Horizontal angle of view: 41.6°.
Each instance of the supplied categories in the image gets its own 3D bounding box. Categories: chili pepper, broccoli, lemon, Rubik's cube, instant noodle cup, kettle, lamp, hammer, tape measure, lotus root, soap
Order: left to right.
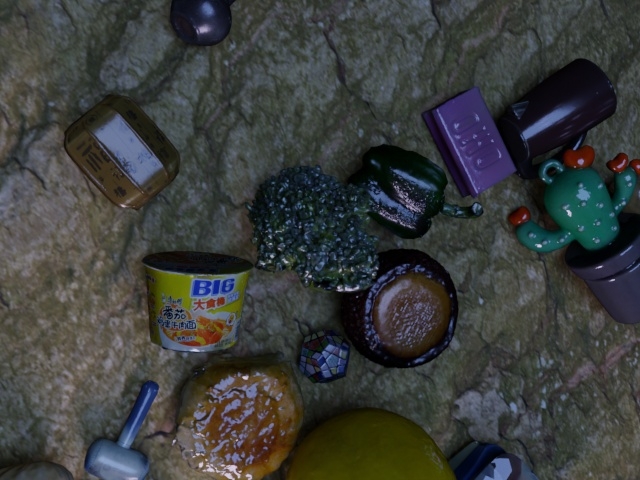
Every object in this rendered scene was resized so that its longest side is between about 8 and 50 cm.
[{"bbox_3d":[-0.348,-0.155,1.482,0.161,0.161,0.185,-45,107,-12],"label":"lamp"},{"bbox_3d":[-0.345,0.349,1.547,0.116,0.069,0.194,27,79,-16],"label":"hammer"},{"bbox_3d":[-0.221,0.109,1.518,0.204,0.205,0.153,-1,101,-19],"label":"instant noodle cup"},{"bbox_3d":[0.000,0.000,1.568,0.247,0.245,0.288,-17,61,8],"label":"broccoli"},{"bbox_3d":[0.008,0.227,1.645,0.093,0.111,0.111,-35,104,-43],"label":"Rubik's cube"},{"bbox_3d":[0.097,0.483,1.560,0.347,0.348,0.348,-1,92,-19],"label":"lemon"},{"bbox_3d":[0.184,-0.084,1.651,0.261,0.174,0.165,31,86,-11],"label":"chili pepper"},{"bbox_3d":[0.309,-0.203,1.747,0.122,0.065,0.203,-31,102,-15],"label":"soap"},{"bbox_3d":[0.339,0.578,1.746,0.262,0.138,0.259,-38,102,-14],"label":"tape measure"},{"bbox_3d":[0.488,-0.248,1.784,0.232,0.144,0.202,-32,132,-9],"label":"kettle"},{"bbox_3d":[0.742,-0.077,1.872,0.220,0.118,0.125,25,101,-11],"label":"lotus root"}]

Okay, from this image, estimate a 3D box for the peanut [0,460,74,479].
[{"bbox_3d":[-0.564,0.492,1.437,0.313,0.152,0.152,-44,104,-6],"label":"peanut"}]

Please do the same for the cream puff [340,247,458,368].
[{"bbox_3d":[0.150,0.129,1.650,0.239,0.165,0.239,-2,97,-21],"label":"cream puff"}]

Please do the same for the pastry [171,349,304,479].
[{"bbox_3d":[-0.152,0.331,1.584,0.256,0.121,0.236,-3,97,-21],"label":"pastry"}]

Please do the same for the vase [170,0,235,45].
[{"bbox_3d":[-0.190,-0.439,1.554,0.183,0.120,0.120,-46,105,-28],"label":"vase"}]

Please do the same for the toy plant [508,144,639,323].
[{"bbox_3d":[0.581,-0.010,1.782,0.400,0.279,0.185,53,35,-19],"label":"toy plant"}]
